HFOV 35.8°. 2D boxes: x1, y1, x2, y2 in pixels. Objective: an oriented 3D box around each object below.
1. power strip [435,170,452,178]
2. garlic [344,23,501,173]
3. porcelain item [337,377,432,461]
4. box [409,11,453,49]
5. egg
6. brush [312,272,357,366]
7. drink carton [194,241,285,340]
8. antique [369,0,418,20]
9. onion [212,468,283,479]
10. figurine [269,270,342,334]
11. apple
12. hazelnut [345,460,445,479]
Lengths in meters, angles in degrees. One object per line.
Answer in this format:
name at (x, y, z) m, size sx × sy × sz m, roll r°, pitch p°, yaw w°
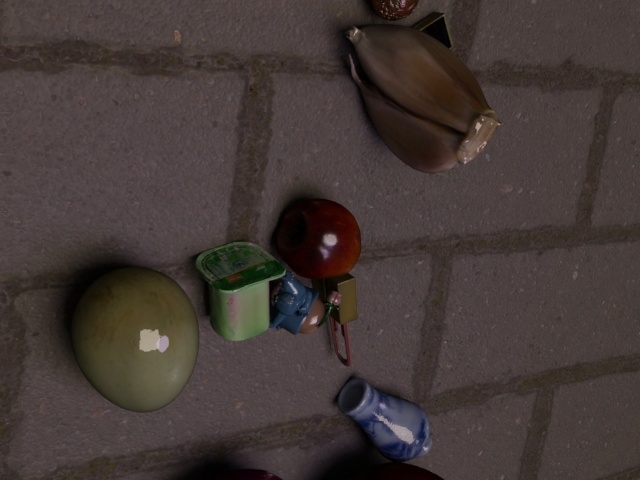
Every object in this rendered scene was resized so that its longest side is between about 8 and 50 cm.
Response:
power strip at (0.254, -0.157, 2.154) m, size 0.083 × 0.017 × 0.027 m, roll 16°, pitch 97°, yaw -40°
garlic at (0.158, -0.276, 1.919) m, size 0.340 × 0.246 × 0.231 m, roll 31°, pitch 122°, yaw -10°
porcelain item at (0.152, 0.407, 2.241) m, size 0.259 × 0.141 × 0.141 m, roll 41°, pitch 82°, yaw -30°
box at (0.223, -0.411, 2.014) m, size 0.083 × 0.035 × 0.079 m, roll -36°, pitch 126°, yaw -21°
egg at (-0.318, 0.181, 1.737) m, size 0.218 × 0.218 × 0.295 m, roll -30°, pitch 136°, yaw -24°
brush at (0.035, 0.165, 2.069) m, size 0.047 × 0.103 × 0.233 m, roll -21°, pitch 121°, yaw -27°
drink carton at (-0.157, 0.101, 1.884) m, size 0.146 × 0.144 × 0.142 m, roll -20°, pitch 129°, yaw -29°
antique at (0.141, -0.469, 1.889) m, size 0.104 × 0.104 × 0.104 m, roll -15°, pitch 117°, yaw -32°
onion at (-0.213, 0.597, 1.960) m, size 0.385 × 0.348 × 0.348 m, roll 23°, pitch 95°, yaw -6°
figurine at (-0.037, 0.129, 1.952) m, size 0.178 × 0.144 × 0.114 m, roll 73°, pitch 31°, yaw -65°
apple at (0.007, 0.001, 1.955) m, size 0.158 × 0.147 × 0.156 m, roll 20°, pitch 74°, yaw -41°
hazelnut at (0.170, 0.694, 2.195) m, size 0.420 × 0.353 × 0.421 m, roll 2°, pitch 105°, yaw 6°
